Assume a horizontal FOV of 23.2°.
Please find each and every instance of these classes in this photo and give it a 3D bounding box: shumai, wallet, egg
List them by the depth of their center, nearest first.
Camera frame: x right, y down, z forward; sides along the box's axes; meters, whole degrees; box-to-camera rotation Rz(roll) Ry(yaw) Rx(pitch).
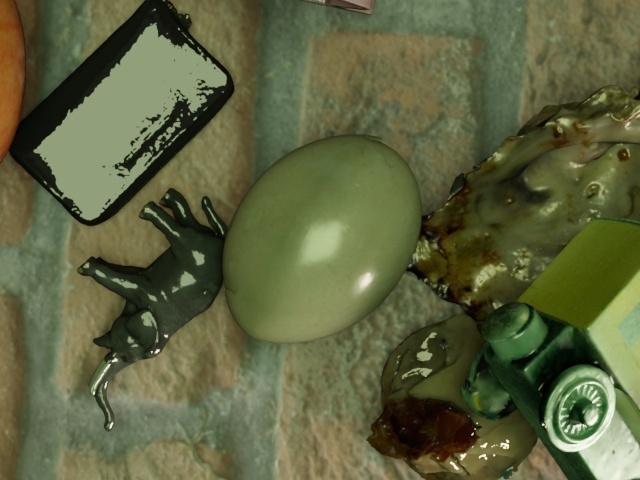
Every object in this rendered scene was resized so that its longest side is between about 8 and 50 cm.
[{"bbox_3d":[0.000,0.000,1.655,0.186,0.186,0.253,37,87,-3],"label":"egg"},{"bbox_3d":[0.149,0.185,1.694,0.201,0.120,0.201,1,99,6],"label":"shumai"},{"bbox_3d":[-0.215,-0.141,1.714,0.250,0.044,0.149,-43,97,-1],"label":"wallet"}]

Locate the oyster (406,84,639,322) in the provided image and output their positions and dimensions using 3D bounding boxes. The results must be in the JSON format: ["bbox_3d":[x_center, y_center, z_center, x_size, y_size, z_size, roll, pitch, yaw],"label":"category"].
[{"bbox_3d":[0.250,-0.059,1.684,0.221,0.096,0.361,26,115,-14],"label":"oyster"}]

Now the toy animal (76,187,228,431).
[{"bbox_3d":[-0.200,0.063,1.700,0.137,0.082,0.269,38,89,-2],"label":"toy animal"}]

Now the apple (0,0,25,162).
[{"bbox_3d":[-0.476,-0.184,1.559,0.364,0.364,0.363,0,92,-3],"label":"apple"}]

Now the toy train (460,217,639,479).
[{"bbox_3d":[0.325,0.175,1.637,0.253,0.160,0.397,-45,119,-16],"label":"toy train"}]

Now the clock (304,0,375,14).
[{"bbox_3d":[-0.079,-0.306,1.602,0.290,0.275,0.080,12,95,0],"label":"clock"}]

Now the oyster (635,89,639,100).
[{"bbox_3d":[0.431,-0.173,1.734,0.191,0.081,0.163,8,117,-12],"label":"oyster"}]
